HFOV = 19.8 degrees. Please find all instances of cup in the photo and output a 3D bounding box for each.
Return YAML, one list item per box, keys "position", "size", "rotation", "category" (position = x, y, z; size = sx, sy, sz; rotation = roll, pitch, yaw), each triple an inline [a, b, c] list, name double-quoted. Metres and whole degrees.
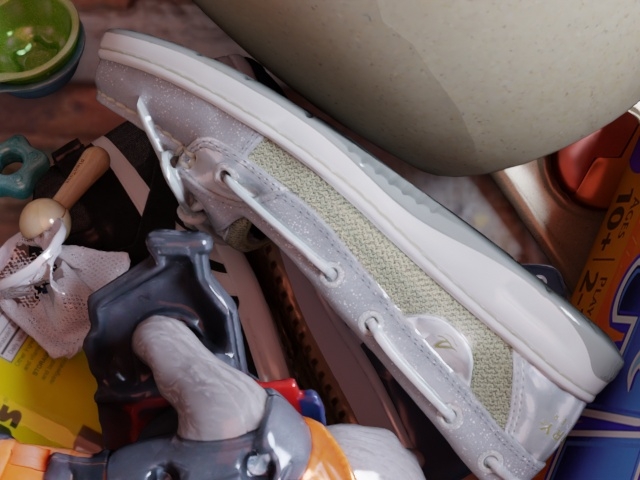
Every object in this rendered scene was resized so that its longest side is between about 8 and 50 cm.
- position: [0.075, -0.177, 1.006]
  size: [0.331, 0.331, 0.237]
  rotation: [-31, 112, -7]
  category: "cup"

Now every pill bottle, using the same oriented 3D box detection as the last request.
- position: [-0.193, 0.089, 1.027]
  size: [0.215, 0.117, 0.117]
  rotation: [27, 82, -1]
  category: "pill bottle"

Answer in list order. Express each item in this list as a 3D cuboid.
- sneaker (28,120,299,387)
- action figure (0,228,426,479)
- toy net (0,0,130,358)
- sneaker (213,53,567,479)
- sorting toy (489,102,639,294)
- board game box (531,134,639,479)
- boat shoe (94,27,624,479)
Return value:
- position: [-0.098, 0.033, 1.047]
  size: [0.121, 0.079, 0.217]
  rotation: [-23, 61, -3]
  category: "sneaker"
- position: [-0.091, 0.188, 0.898]
  size: [0.330, 0.178, 0.341]
  rotation: [-19, 106, -7]
  category: "action figure"
- position: [-0.177, -0.036, 1.026]
  size: [0.122, 0.045, 0.232]
  rotation: [-15, 55, 0]
  category: "toy net"
- position: [0.042, 0.005, 1.066]
  size: [0.153, 0.099, 0.282]
  rotation: [-21, 82, -12]
  category: "sneaker"
- position: [0.268, -0.070, 1.118]
  size: [0.307, 0.041, 0.229]
  rotation: [-35, 87, -7]
  category: "sorting toy"
- position: [0.336, 0.124, 0.904]
  size: [0.356, 0.356, 0.357]
  rotation: [26, 82, -16]
  category: "board game box"
- position: [0.002, 0.001, 0.943]
  size: [0.320, 0.118, 0.103]
  rotation: [36, 94, 9]
  category: "boat shoe"
